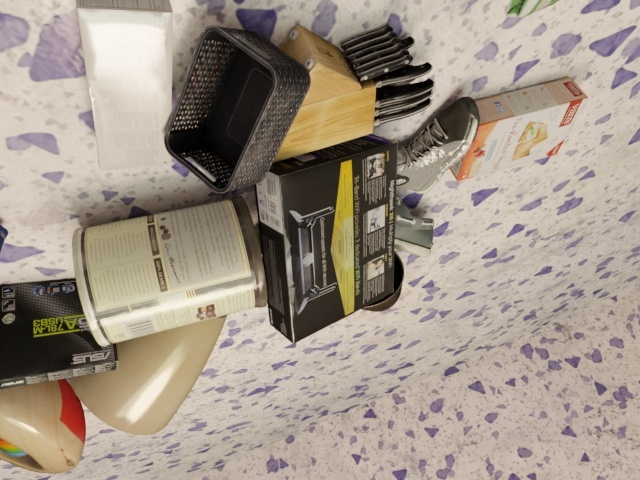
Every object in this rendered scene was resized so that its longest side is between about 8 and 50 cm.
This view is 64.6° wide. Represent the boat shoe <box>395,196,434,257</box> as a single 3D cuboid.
[{"bbox_3d":[0.140,-0.048,1.092,0.319,0.116,0.099,22,85,-40],"label":"boat shoe"}]

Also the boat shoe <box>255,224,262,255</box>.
[{"bbox_3d":[-0.130,0.040,1.041,0.079,0.084,0.233,18,128,-46],"label":"boat shoe"}]

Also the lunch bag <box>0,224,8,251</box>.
[{"bbox_3d":[-0.523,0.001,0.757,0.098,0.065,0.067,-26,133,9],"label":"lunch bag"}]

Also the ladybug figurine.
[{"bbox_3d":[-0.652,0.378,1.109,0.305,0.162,0.449,22,141,-1],"label":"ladybug figurine"}]

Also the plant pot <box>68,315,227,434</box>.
[{"bbox_3d":[-0.332,0.211,1.060,0.274,0.256,0.256,-47,144,9],"label":"plant pot"}]

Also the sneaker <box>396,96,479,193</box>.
[{"bbox_3d":[0.182,-0.164,0.921,0.132,0.086,0.229,-3,145,-24],"label":"sneaker"}]

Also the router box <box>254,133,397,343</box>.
[{"bbox_3d":[0.018,-0.007,0.878,0.242,0.081,0.309,-21,122,-32],"label":"router box"}]

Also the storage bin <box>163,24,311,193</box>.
[{"bbox_3d":[-0.109,-0.166,0.653,0.084,0.122,0.180,-30,155,-57],"label":"storage bin"}]

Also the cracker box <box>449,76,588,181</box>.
[{"bbox_3d":[0.371,-0.211,0.979,0.232,0.067,0.156,-17,149,-10],"label":"cracker box"}]

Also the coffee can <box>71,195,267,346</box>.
[{"bbox_3d":[-0.248,0.047,0.865,0.275,0.202,0.202,-12,148,-14],"label":"coffee can"}]

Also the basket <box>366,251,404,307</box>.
[{"bbox_3d":[0.109,0.093,1.187,0.204,0.154,0.227,0,167,17],"label":"basket"}]

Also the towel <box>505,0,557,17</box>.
[{"bbox_3d":[0.379,-0.411,0.586,0.324,0.038,0.248,-35,166,-10],"label":"towel"}]

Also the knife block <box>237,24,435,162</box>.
[{"bbox_3d":[0.026,-0.200,0.764,0.242,0.088,0.275,13,134,-43],"label":"knife block"}]

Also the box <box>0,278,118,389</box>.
[{"bbox_3d":[-0.475,0.159,0.913,0.190,0.184,0.045,-3,143,-26],"label":"box"}]

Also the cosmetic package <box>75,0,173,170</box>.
[{"bbox_3d":[-0.239,-0.194,0.636,0.098,0.060,0.239,-6,146,-21],"label":"cosmetic package"}]
